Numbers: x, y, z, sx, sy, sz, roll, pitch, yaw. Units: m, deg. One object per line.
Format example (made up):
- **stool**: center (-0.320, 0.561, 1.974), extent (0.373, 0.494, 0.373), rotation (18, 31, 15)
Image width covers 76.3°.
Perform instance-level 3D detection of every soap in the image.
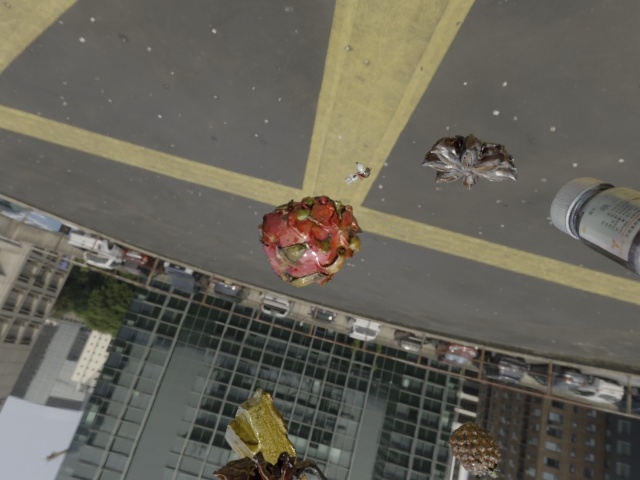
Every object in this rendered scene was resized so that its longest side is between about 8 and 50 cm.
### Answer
- **soap**: center (-0.171, 0.743, 1.465), extent (0.339, 0.169, 0.304), rotation (41, 138, 19)

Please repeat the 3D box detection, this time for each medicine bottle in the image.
- **medicine bottle**: center (0.694, -0.040, 0.948), extent (0.165, 0.165, 0.273), rotation (24, -162, -23)

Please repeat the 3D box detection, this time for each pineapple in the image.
- **pineapple**: center (0.563, 0.756, 1.459), extent (0.193, 0.166, 0.166), rotation (52, -175, 36)

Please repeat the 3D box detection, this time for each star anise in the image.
- **star anise**: center (-0.101, 0.638, 1.045), extent (0.347, 0.237, 0.148), rotation (20, -176, -25)
- **star anise**: center (0.398, -0.218, 1.086), extent (0.223, 0.108, 0.236), rotation (1, 162, 40)

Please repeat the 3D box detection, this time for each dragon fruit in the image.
- **dragon fruit**: center (0.000, 0.000, 1.269), extent (0.263, 0.295, 0.314), rotation (-11, -171, 30)

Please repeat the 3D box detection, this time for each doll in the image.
- **doll**: center (0.117, -0.202, 1.265), extent (0.058, 0.085, 0.040), rotation (37, -163, 4)
